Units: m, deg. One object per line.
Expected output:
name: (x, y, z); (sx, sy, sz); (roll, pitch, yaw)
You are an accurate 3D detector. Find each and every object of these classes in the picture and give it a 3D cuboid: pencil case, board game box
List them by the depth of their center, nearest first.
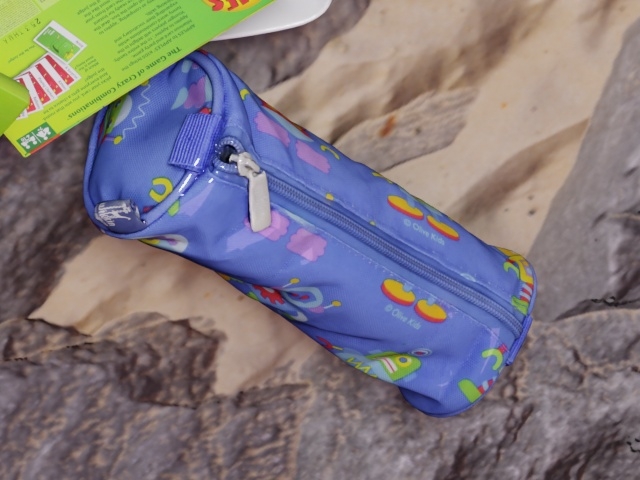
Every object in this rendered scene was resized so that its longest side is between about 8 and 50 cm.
board game box: (-0.108, -0.130, 1.022); (0.181, 0.043, 0.092); (-31, 129, 10)
pencil case: (0.000, 0.000, 1.169); (0.306, 0.133, 0.119); (31, 80, -35)

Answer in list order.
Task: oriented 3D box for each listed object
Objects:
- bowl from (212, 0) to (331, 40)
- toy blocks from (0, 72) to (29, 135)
bowl: (-0.063, -0.180, 1.059); (0.142, 0.053, 0.142); (-8, 128, -12)
toy blocks: (-0.303, -0.047, 0.971); (0.191, 0.261, 0.381); (27, 122, -35)
